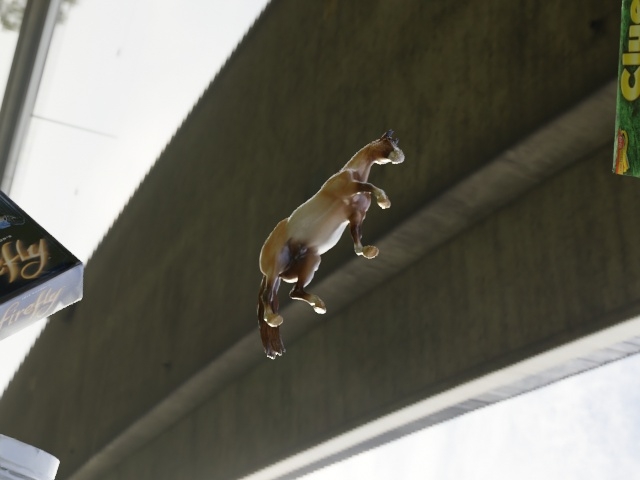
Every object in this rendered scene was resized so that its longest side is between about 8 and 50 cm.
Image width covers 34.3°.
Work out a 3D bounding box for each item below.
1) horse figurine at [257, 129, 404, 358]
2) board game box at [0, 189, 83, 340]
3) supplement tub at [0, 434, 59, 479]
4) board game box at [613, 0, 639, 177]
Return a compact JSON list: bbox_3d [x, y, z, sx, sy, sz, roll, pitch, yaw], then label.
[{"bbox_3d":[0.000,0.000,1.126,0.263,0.066,0.174,-50,-155,15],"label":"horse figurine"},{"bbox_3d":[-0.319,0.033,0.742,0.165,0.243,0.042,37,-45,24],"label":"board game box"},{"bbox_3d":[-0.434,0.368,1.112,0.241,0.241,0.331,-28,-138,60],"label":"supplement tub"},{"bbox_3d":[0.329,-0.185,0.973,0.136,0.030,0.260,-151,-120,-73],"label":"board game box"}]
